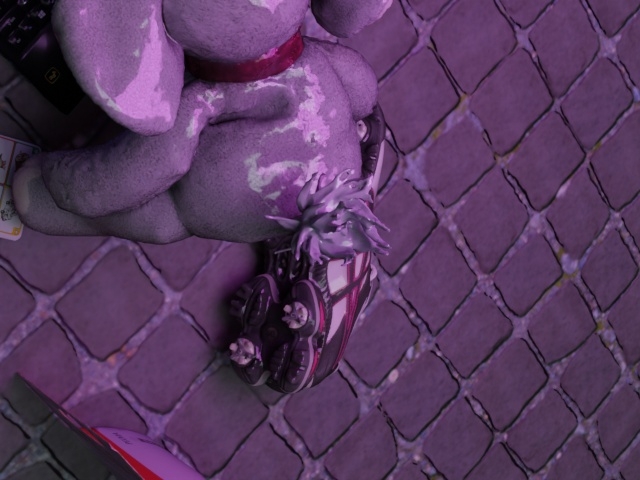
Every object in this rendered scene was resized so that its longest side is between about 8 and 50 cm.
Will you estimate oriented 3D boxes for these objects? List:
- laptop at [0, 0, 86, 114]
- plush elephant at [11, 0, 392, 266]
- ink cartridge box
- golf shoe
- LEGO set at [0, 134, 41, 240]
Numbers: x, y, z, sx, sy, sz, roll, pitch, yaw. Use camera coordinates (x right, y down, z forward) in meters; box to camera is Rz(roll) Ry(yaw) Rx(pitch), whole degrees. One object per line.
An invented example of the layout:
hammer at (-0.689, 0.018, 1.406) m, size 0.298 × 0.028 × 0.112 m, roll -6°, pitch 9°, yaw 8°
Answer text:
laptop at (-0.167, -0.246, 1.111) m, size 0.234 × 0.137 × 0.264 m, roll -51°, pitch 127°, yaw -11°
plush elephant at (-0.074, -0.134, 1.105) m, size 0.272 × 0.330 × 0.255 m, roll -20°, pitch 112°, yaw -26°
ink cartridge box at (-0.128, 0.188, 1.258) m, size 0.056 × 0.181 × 0.224 m, roll -45°, pitch 124°, yaw -16°
golf shoe at (0.000, 0.000, 1.358) m, size 0.120 × 0.105 × 0.272 m, roll 7°, pitch 102°, yaw -60°
LEGO set at (-0.321, 0.026, 1.160) m, size 0.182 × 0.060 × 0.244 m, roll 14°, pitch 85°, yaw -38°
